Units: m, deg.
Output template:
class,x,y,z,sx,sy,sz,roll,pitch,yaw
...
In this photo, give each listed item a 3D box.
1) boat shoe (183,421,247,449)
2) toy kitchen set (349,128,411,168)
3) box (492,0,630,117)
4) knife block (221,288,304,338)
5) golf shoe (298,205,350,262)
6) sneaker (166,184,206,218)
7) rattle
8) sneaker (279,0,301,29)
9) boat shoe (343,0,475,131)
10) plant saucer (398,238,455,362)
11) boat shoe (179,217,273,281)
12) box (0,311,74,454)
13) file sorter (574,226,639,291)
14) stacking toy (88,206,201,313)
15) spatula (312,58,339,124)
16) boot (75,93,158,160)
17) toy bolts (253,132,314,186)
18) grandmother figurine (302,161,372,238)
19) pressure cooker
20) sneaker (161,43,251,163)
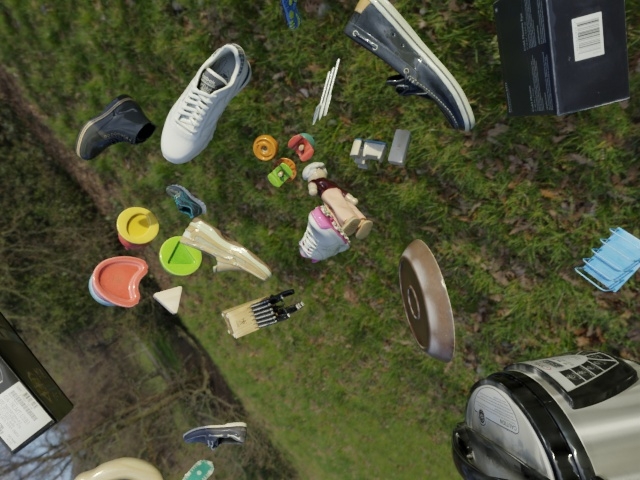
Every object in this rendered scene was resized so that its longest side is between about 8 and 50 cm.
class,x,y,z,sx,sy,sz,roll,pitch,yaw
boat shoe,-0.340,0.636,1.351,0.075,0.206,0.065,90,171,-51
toy kitchen set,0.235,-0.339,1.586,0.207,0.166,0.122,15,85,21
box,0.624,-0.519,1.117,0.312,0.179,0.343,-87,-17,-74
knife block,-0.193,0.237,1.403,0.088,0.242,0.275,70,160,2
golf shoe,0.000,0.000,1.152,0.115,0.140,0.306,57,-179,17
sneaker,-0.498,-0.140,1.521,0.166,0.076,0.065,32,133,5
rattle,-0.223,0.353,0.542,0.143,0.199,0.130,129,147,-56
sneaker,-0.111,-0.790,1.386,0.078,0.067,0.188,49,170,18
boat shoe,0.268,-0.502,1.254,0.500,0.187,0.156,43,108,-11
plant saucer,0.252,0.152,1.049,0.310,0.050,0.311,170,90,-87
boat shoe,-0.186,0.035,0.825,0.190,0.072,0.068,33,164,-2
box,-0.543,0.199,0.701,0.293,0.073,0.295,54,151,-1
file sorter,0.897,0.060,1.292,0.118,0.104,0.170,52,128,41
stacking toy,-0.548,0.086,1.320,0.279,0.309,0.130,28,147,-22
spatula,0.022,-0.601,1.706,0.168,0.019,0.242,178,106,-74
boot,-0.505,-0.253,1.034,0.137,0.077,0.198,42,95,22
toy bolts,-0.134,-0.365,1.690,0.228,0.158,0.218,-34,106,20
grandmother figurine,0.034,-0.150,1.414,0.104,0.208,0.342,-48,50,18
pressure cooker,0.490,0.438,0.842,0.375,0.420,0.370,-104,11,-48
sneaker,-0.210,-0.239,0.732,0.090,0.235,0.095,33,-173,-13
